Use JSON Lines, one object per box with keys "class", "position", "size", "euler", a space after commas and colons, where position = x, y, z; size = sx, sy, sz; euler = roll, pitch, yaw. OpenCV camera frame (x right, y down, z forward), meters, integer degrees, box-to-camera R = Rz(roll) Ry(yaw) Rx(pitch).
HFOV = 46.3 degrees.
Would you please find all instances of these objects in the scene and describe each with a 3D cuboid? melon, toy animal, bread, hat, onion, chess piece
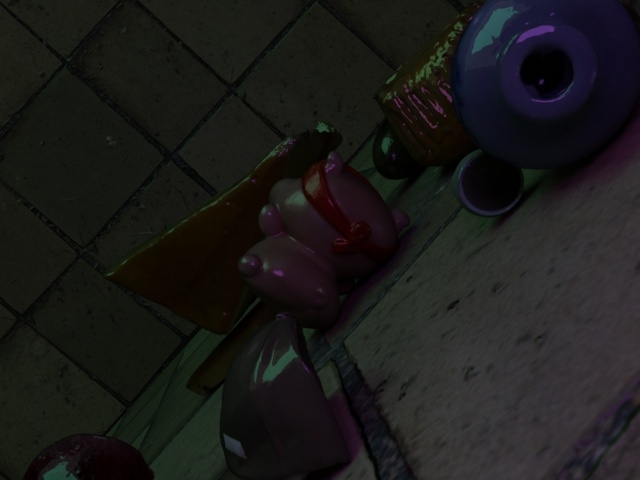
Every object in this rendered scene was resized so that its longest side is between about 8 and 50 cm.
{"class": "melon", "position": [0.136, -0.158, 1.229], "size": [0.099, 0.099, 0.162], "euler": [-42, 9, 45]}
{"class": "toy animal", "position": [0.000, 0.000, 0.895], "size": [0.198, 0.171, 0.171], "euler": [-52, 6, -13]}
{"class": "bread", "position": [0.187, -0.209, 0.978], "size": [0.240, 0.139, 0.240], "euler": [-45, 8, 9]}
{"class": "hat", "position": [-0.068, 0.153, 0.577], "size": [0.173, 0.144, 0.166], "euler": [-26, 2, -6]}
{"class": "onion", "position": [-0.259, 0.300, 0.847], "size": [0.159, 0.159, 0.195], "euler": [-50, 17, -21]}
{"class": "bread", "position": [-0.144, 0.182, 1.272], "size": [0.226, 0.049, 0.088], "euler": [-45, 6, 36]}
{"class": "bread", "position": [-0.144, -0.069, 1.199], "size": [0.362, 0.245, 0.233], "euler": [-66, -8, 25]}
{"class": "chess piece", "position": [0.146, -0.051, 0.690], "size": [0.059, 0.059, 0.149], "euler": [-47, -1, 5]}

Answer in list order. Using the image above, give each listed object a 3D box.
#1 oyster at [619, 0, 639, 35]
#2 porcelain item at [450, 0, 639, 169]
{"class": "oyster", "position": [0.300, -0.229, 0.452], "size": [0.271, 0.100, 0.275], "euler": [-49, 6, 21]}
{"class": "porcelain item", "position": [0.180, -0.134, 0.605], "size": [0.141, 0.141, 0.259], "euler": [-46, -3, 20]}
